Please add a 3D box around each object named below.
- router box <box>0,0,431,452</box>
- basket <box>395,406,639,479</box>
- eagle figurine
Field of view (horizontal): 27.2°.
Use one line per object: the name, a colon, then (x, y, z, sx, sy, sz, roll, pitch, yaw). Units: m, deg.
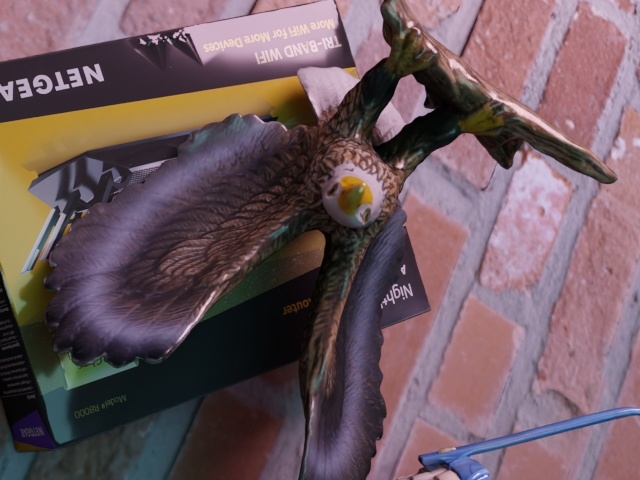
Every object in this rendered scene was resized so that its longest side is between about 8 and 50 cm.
router box: (-0.094, -0.019, 0.911, 0.308, 0.081, 0.243, -18, 91, -33)
basket: (0.119, 0.255, 0.904, 0.289, 0.201, 0.255, -7, 84, -1)
eagle figurine: (-0.003, -0.002, 0.824, 0.298, 0.226, 0.225, -53, 150, -1)
